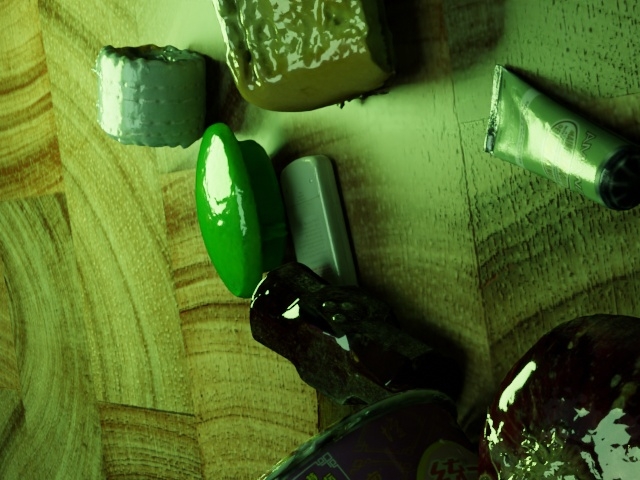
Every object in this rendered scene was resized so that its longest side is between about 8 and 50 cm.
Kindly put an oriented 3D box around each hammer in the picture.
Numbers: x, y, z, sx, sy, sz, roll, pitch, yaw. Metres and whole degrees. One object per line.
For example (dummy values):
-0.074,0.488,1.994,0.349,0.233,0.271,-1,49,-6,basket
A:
0.021,0.240,1.583,0.242,0.095,0.408,31,130,38,hammer

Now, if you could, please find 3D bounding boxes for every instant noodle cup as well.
0.075,0.345,1.346,0.266,0.340,0.339,49,137,28,instant noodle cup

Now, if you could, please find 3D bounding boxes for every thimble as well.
-0.212,-0.181,1.816,0.151,0.127,0.117,31,122,57,thimble

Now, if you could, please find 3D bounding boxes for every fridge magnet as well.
-0.097,-0.035,1.687,0.208,0.088,0.208,168,90,-75,fridge magnet

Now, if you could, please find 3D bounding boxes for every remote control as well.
0.000,0.000,1.621,0.087,0.029,0.190,-21,81,57,remote control

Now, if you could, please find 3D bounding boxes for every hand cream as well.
0.207,-0.082,1.260,0.235,0.055,0.086,39,127,56,hand cream

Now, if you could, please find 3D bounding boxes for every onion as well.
0.239,0.179,1.149,0.246,0.190,0.246,1,91,39,onion

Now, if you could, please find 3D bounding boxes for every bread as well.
-0.028,-0.223,1.492,0.262,0.163,0.204,-171,62,-71,bread
